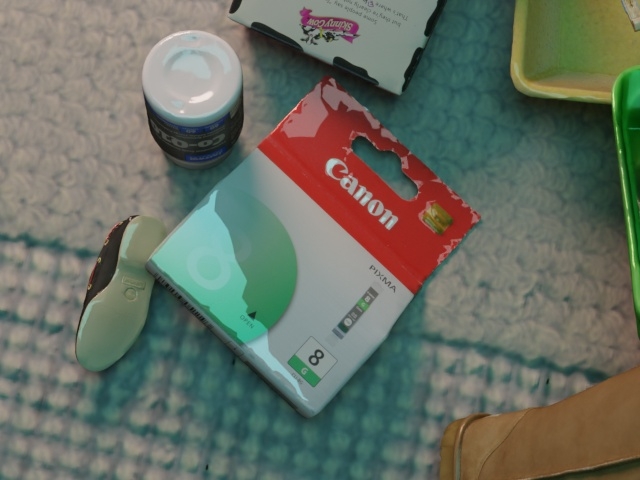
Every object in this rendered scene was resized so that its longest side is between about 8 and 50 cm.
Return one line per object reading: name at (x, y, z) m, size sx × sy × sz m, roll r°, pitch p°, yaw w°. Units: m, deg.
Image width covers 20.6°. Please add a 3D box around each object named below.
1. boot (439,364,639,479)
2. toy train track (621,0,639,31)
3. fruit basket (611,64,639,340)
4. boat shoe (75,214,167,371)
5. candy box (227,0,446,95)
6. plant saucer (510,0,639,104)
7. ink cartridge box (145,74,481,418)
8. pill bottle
boot at (0.192, 0.208, 1.253) m, size 0.089 × 0.269 × 0.236 m, roll 8°, pitch 72°, yaw -37°
toy train track at (0.243, -0.208, 1.414) m, size 0.048 × 0.014 × 0.083 m, roll -18°, pitch 77°, yaw -6°
fruit basket at (0.402, -0.056, 1.274) m, size 0.392 × 0.392 × 0.283 m, roll 2°, pitch 56°, yaw -2°
boat shoe at (-0.162, 0.042, 1.401) m, size 0.049 × 0.042 × 0.133 m, roll 26°, pitch 75°, yaw -23°
candy box at (0.044, -0.255, 1.422) m, size 0.159 × 0.071 × 0.233 m, roll 25°, pitch 101°, yaw 2°
plant saucer at (0.329, -0.250, 1.477) m, size 0.333 × 0.081 × 0.332 m, roll 6°, pitch 75°, yaw 0°
ink cartridge box at (0.000, 0.000, 1.397) m, size 0.181 × 0.056 × 0.224 m, roll 43°, pitch 79°, yaw -3°
pill bottle at (-0.099, -0.106, 1.391) m, size 0.078 × 0.137 × 0.078 m, roll 0°, pitch 74°, yaw -2°
